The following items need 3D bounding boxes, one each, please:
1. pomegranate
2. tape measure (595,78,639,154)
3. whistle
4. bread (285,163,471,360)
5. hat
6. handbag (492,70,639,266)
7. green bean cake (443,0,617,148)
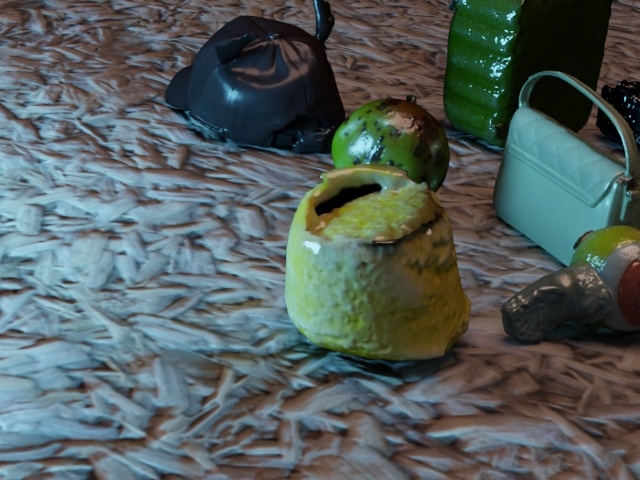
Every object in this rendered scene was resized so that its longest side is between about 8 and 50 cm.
[{"bbox_3d":[0.079,-0.102,1.633,0.156,0.156,0.220,17,27,20],"label":"pomegranate"},{"bbox_3d":[0.562,-0.191,2.030,0.199,0.112,0.186,-6,29,-25],"label":"tape measure"},{"bbox_3d":[0.300,0.057,1.389,0.223,0.123,0.123,-20,33,-23],"label":"whistle"},{"bbox_3d":[0.060,0.030,1.299,0.197,0.170,0.197,-1,33,1],"label":"bread"},{"bbox_3d":[-0.101,-0.276,1.903,0.238,0.209,0.336,-13,29,-33],"label":"hat"},{"bbox_3d":[0.314,-0.092,1.587,0.079,0.219,0.256,-7,29,-26],"label":"handbag"},{"bbox_3d":[0.319,-0.287,1.994,0.247,0.250,0.156,-13,31,-37],"label":"green bean cake"}]
